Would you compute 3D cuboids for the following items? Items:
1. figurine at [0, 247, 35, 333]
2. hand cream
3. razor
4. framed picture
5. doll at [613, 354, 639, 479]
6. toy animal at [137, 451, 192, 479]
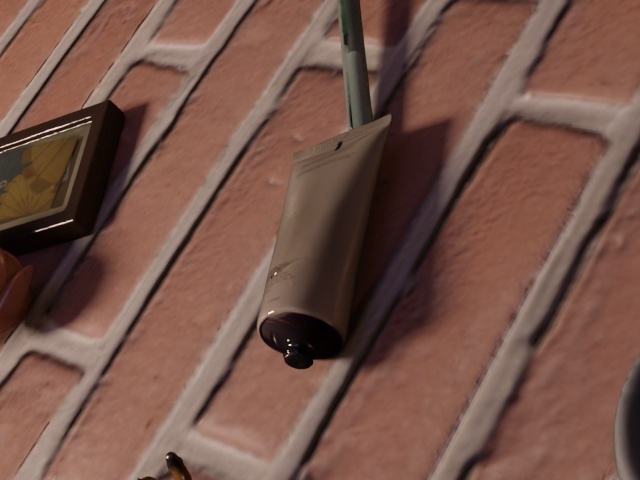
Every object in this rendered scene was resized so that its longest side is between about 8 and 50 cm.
[{"bbox_3d":[-0.297,0.029,0.940,0.157,0.126,0.114,-17,78,27],"label":"figurine"},{"bbox_3d":[0.000,0.000,0.780,0.087,0.054,0.186,-19,44,35],"label":"hand cream"},{"bbox_3d":[0.024,-0.153,0.897,0.084,0.036,0.211,-23,45,24],"label":"razor"},{"bbox_3d":[-0.249,-0.044,1.028,0.168,0.023,0.128,-14,49,29],"label":"framed picture"},{"bbox_3d":[0.194,0.071,0.490,0.195,0.153,0.258,-17,46,-12],"label":"doll"},{"bbox_3d":[-0.045,0.214,0.620,0.255,0.114,0.116,-105,26,-49],"label":"toy animal"}]
